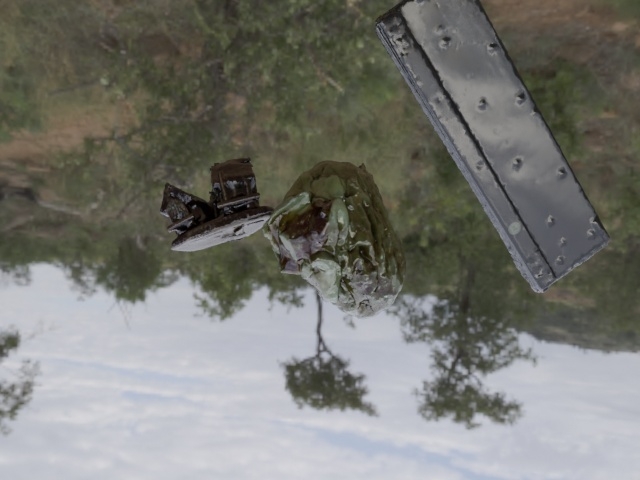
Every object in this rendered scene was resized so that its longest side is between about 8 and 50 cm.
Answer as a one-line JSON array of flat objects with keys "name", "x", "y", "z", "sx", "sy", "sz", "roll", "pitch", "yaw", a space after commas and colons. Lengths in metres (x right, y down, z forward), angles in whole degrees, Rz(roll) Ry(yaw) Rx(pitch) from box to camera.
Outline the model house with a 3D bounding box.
[{"name": "model house", "x": -0.202, "y": -0.075, "z": 1.441, "sx": 0.203, "sy": 0.164, "sz": 0.141, "roll": -16, "pitch": 165, "yaw": -8}]

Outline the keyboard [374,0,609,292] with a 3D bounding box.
[{"name": "keyboard", "x": 0.123, "y": -0.071, "z": 0.534, "sx": 0.072, "sy": 0.231, "sz": 0.023, "roll": -36, "pitch": -164, "yaw": -4}]

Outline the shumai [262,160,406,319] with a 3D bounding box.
[{"name": "shumai", "x": 0.001, "y": 0.000, "z": 1.147, "sx": 0.189, "sy": 0.256, "sz": 0.218, "roll": -35, "pitch": 158, "yaw": 29}]
